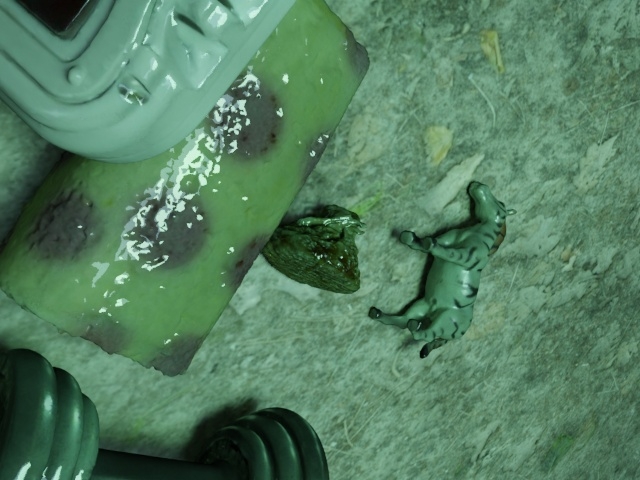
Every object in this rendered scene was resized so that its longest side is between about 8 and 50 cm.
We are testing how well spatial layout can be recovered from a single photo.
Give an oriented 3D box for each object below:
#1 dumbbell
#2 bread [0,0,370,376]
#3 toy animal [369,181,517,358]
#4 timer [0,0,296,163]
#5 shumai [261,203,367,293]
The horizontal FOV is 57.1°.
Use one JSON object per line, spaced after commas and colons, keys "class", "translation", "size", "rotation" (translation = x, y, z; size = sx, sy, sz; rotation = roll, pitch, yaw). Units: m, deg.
{"class": "dumbbell", "translation": [-0.158, 0.218, 0.541], "size": [0.406, 0.179, 0.179], "rotation": [25, 88, -37]}
{"class": "bread", "translation": [-0.107, -0.066, 0.509], "size": [0.187, 0.155, 0.338], "rotation": [36, 82, -40]}
{"class": "toy animal", "translation": [0.170, 0.030, 0.782], "size": [0.170, 0.090, 0.255], "rotation": [33, 86, -41]}
{"class": "timer", "translation": [-0.136, -0.199, 0.394], "size": [0.262, 0.237, 0.087], "rotation": [-51, 163, 5]}
{"class": "shumai", "translation": [0.001, 0.000, 0.654], "size": [0.124, 0.099, 0.087], "rotation": [36, 65, -39]}
